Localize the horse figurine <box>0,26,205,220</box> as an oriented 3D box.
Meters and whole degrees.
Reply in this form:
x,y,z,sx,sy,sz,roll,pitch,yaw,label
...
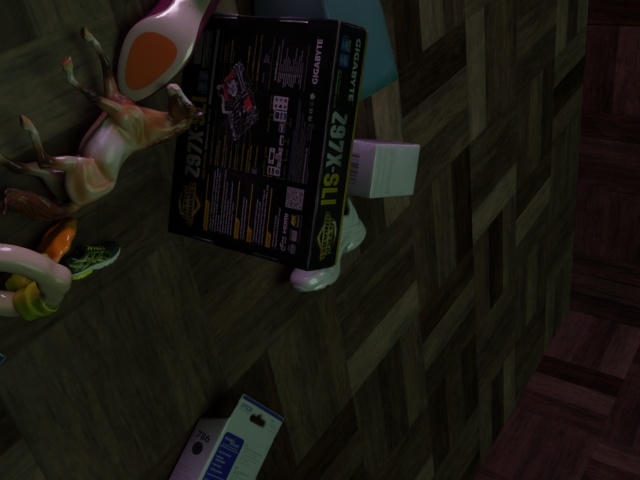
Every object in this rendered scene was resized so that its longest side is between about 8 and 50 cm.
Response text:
x,y,z,sx,sy,sz,roll,pitch,yaw,label
-0.276,-0.119,0.828,0.263,0.066,0.174,-57,137,-18,horse figurine

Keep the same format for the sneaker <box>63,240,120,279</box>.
x,y,z,sx,sy,sz,roll,pitch,yaw,label
-0.295,0.019,0.900,0.083,0.031,0.035,-40,133,-42,sneaker

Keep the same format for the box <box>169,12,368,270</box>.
x,y,z,sx,sy,sz,roll,pitch,yaw,label
-0.080,-0.141,0.955,0.079,0.257,0.322,-8,108,-55,box

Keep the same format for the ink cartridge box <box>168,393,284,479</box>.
x,y,z,sx,sy,sz,roll,pitch,yaw,label
-0.190,0.427,1.188,0.333,0.065,0.165,-62,145,-17,ink cartridge box

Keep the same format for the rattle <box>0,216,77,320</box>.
x,y,z,sx,sy,sz,roll,pitch,yaw,label
-0.371,-0.001,0.756,0.199,0.130,0.143,19,66,-27,rattle

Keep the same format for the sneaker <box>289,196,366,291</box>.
x,y,z,sx,sy,sz,roll,pitch,yaw,label
0.000,0.000,1.302,0.232,0.090,0.115,-55,136,-43,sneaker

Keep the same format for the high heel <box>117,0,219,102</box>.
x,y,z,sx,sy,sz,roll,pitch,yaw,label
-0.194,-0.289,0.924,0.082,0.117,0.244,26,93,-12,high heel

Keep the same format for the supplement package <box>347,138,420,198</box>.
x,y,z,sx,sy,sz,roll,pitch,yaw,label
0.106,-0.145,1.371,0.179,0.105,0.105,-8,108,-54,supplement package

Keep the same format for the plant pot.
x,y,z,sx,sy,sz,roll,pitch,yaw,label
-0.001,-0.343,1.088,0.165,0.165,0.234,-37,125,-44,plant pot

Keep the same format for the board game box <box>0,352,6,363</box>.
x,y,z,sx,sy,sz,roll,pitch,yaw,label
-0.444,0.168,0.711,0.201,0.035,0.136,-54,142,-19,board game box
